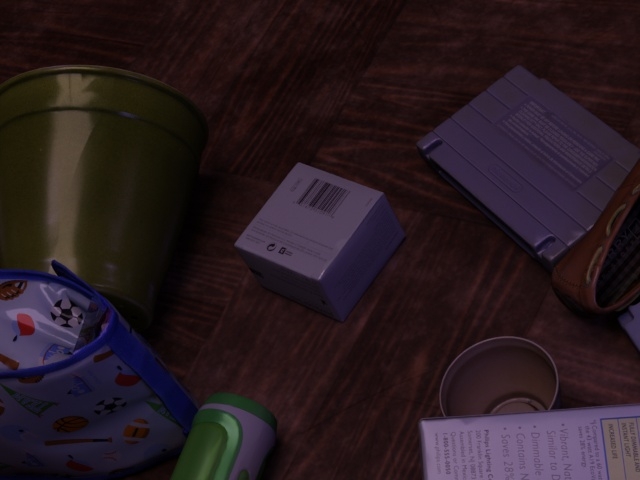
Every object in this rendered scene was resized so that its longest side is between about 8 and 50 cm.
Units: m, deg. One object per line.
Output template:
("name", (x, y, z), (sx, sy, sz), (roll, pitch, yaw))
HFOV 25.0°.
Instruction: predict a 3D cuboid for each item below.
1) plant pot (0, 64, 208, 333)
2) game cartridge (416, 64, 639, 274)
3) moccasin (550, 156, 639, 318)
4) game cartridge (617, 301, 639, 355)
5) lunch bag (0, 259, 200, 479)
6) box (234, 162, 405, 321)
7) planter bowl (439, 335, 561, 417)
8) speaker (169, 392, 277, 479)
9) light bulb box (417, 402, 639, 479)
("plant pot", (-0.372, -0.036, 2.316), (0.367, 0.366, 0.353), (-8, 62, 19))
("game cartridge", (0.337, -0.115, 2.214), (0.230, 0.068, 0.355), (-35, 47, -9))
("moccasin", (0.478, -0.047, 2.010), (0.380, 0.139, 0.147), (-42, 14, -12))
("game cartridge", (0.567, 0.100, 1.919), (0.294, 0.060, 0.196), (-31, 43, 7))
("lunch bag", (-0.393, 0.197, 2.123), (0.386, 0.328, 0.239), (-2, 54, 26))
("box", (0.000, 0.000, 2.235), (0.181, 0.119, 0.182), (21, 65, 36))
("planter bowl", (0.252, 0.225, 1.942), (0.162, 0.109, 0.162), (-13, 50, 15))
("speaker", (-0.160, 0.366, 2.011), (0.131, 0.131, 0.296), (4, 56, 28))
("light bulb box", (0.297, 0.372, 1.535), (0.361, 0.225, 0.357), (-4, 68, 4))
